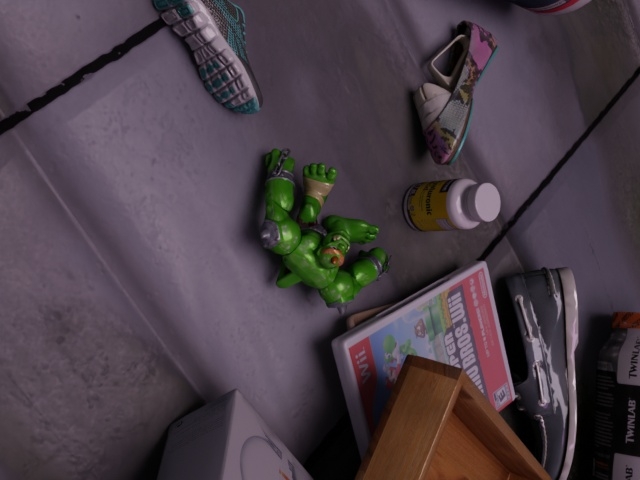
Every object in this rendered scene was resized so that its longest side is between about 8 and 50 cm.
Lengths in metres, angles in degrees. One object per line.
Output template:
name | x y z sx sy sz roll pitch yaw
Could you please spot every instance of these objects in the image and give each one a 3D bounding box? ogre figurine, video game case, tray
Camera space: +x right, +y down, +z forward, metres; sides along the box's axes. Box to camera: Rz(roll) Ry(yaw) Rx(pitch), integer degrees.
ogre figurine | 0.000 0.000 0.935 0.197 0.097 0.118 62 36 -38
video game case | 0.140 0.165 1.039 0.285 0.025 0.204 -24 105 -41
tray | 0.164 0.310 0.987 0.411 0.076 0.202 49 60 -50

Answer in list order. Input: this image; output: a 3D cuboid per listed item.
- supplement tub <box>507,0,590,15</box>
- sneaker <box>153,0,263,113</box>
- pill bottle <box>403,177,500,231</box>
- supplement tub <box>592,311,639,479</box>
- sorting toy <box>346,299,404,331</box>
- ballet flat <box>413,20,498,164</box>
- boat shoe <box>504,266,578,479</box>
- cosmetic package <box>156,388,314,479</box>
supplement tub | 0.249 -0.415 1.079 0.272 0.191 0.191 7 84 -38
sneaker | -0.100 -0.213 0.877 0.076 0.065 0.166 -47 118 -34
pill bottle | 0.166 -0.045 1.050 0.065 0.116 0.065 2 87 -40
supplement tub | 0.521 0.271 1.280 0.194 0.194 0.316 7 84 -39
sorting toy | 0.109 0.171 1.054 0.208 0.038 0.193 -11 96 -43
ballet flat | 0.169 -0.200 1.094 0.079 0.077 0.221 31 64 -15
boat shoe | 0.309 0.196 1.194 0.099 0.116 0.319 0 98 4
cosmetic package | -0.018 0.367 0.784 0.377 0.097 0.284 54 16 -20
